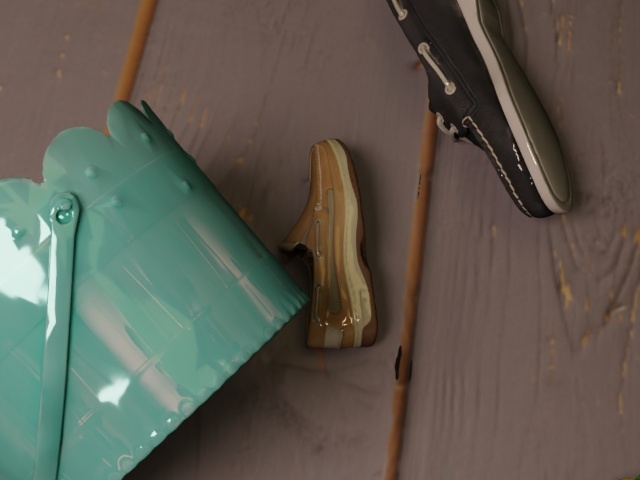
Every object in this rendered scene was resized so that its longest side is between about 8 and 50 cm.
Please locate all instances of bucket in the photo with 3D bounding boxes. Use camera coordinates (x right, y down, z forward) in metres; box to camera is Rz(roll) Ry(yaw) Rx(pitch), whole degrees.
[{"bbox_3d":[-0.154,0.058,0.883,0.183,0.281,0.281,47,59,2],"label":"bucket"}]

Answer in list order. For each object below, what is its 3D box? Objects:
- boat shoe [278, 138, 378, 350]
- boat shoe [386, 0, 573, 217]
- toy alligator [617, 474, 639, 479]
[{"bbox_3d":[0.000,0.000,1.081,0.072,0.068,0.190,-5,63,-6],"label":"boat shoe"},{"bbox_3d":[0.141,-0.143,1.188,0.114,0.091,0.303,27,40,-56],"label":"boat shoe"},{"bbox_3d":[0.221,0.249,1.013,0.051,0.056,0.190,5,50,37],"label":"toy alligator"}]
